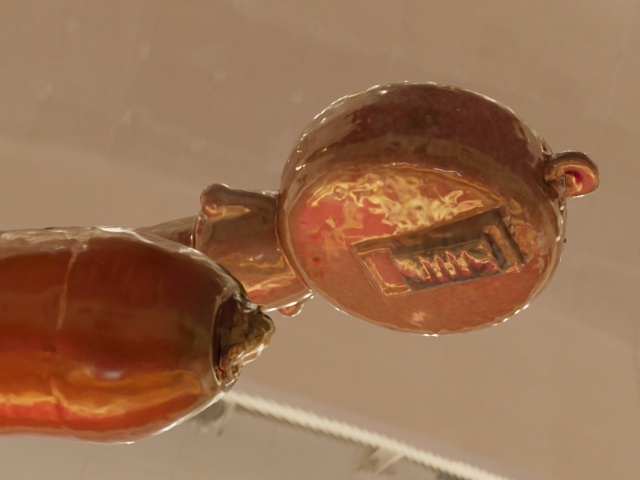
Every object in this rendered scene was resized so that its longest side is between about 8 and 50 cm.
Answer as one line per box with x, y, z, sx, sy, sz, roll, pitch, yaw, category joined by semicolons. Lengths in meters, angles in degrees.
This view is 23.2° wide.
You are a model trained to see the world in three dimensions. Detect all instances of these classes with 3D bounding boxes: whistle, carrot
0.000;0.000;0.590;0.220;0.107;0.057;-11;-137;26;whistle
-0.141;0.035;0.437;0.271;0.066;0.062;-9;-92;17;carrot
